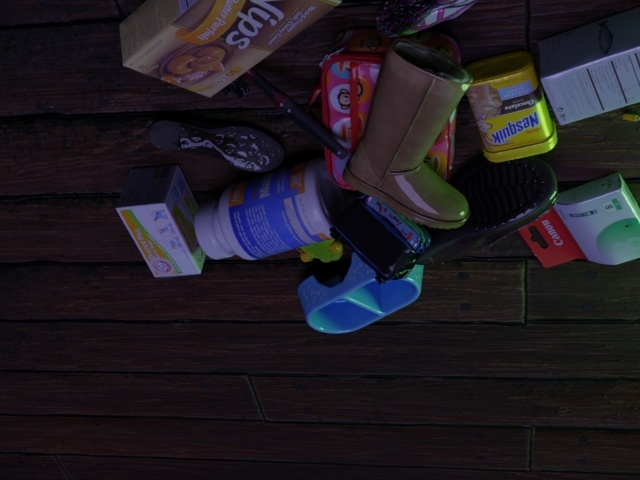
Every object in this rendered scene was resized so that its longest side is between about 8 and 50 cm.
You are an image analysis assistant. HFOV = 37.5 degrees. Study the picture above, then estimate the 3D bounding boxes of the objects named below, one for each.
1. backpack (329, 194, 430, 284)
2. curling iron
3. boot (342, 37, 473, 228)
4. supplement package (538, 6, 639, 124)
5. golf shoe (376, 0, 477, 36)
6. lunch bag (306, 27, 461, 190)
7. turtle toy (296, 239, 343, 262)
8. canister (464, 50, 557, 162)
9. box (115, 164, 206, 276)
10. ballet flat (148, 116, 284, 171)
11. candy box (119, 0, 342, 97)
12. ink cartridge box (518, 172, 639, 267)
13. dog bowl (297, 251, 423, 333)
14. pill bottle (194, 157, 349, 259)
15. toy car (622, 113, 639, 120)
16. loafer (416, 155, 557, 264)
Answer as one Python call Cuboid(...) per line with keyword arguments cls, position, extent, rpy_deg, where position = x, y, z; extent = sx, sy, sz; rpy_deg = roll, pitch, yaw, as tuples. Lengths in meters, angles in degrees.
Cuboid(cls="backpack", position=(0.120, -0.004, 1.700), extent=(0.158, 0.173, 0.117), rpy_deg=(45, 102, 15))
Cuboid(cls="curling iron", position=(-0.063, -0.222, 1.596), extent=(0.274, 0.035, 0.068), rpy_deg=(34, 131, 11))
Cuboid(cls="boot", position=(0.172, -0.157, 1.484), extent=(0.236, 0.089, 0.269), rpy_deg=(21, 134, -4))
Cuboid(cls="supplement package", position=(0.443, -0.273, 1.470), extent=(0.179, 0.105, 0.105), rpy_deg=(-16, 131, 25))
Cuboid(cls="golf shoe", position=(0.173, -0.356, 1.457), extent=(0.186, 0.067, 0.086), rpy_deg=(-20, 157, 33))
Cuboid(cls="lunch bag", position=(0.101, -0.216, 1.594), extent=(0.258, 0.120, 0.293), rpy_deg=(6, 135, 10))
Cuboid(cls="turtle toy", position=(0.000, 0.000, 1.868), extent=(0.095, 0.066, 0.130), rpy_deg=(-17, 131, 28))
Cuboid(cls="canister", position=(0.314, -0.223, 1.572), extent=(0.126, 0.073, 0.170), rpy_deg=(-11, 131, 21))
Cuboid(cls="box", position=(-0.303, -0.035, 1.855), extent=(0.103, 0.114, 0.203), rpy_deg=(-5, 136, 16))
Cuboid(cls="ballet flat", position=(-0.190, -0.180, 1.730), extent=(0.250, 0.058, 0.084), rpy_deg=(8, 102, -6))
Cuboid(cls="candy box", position=(-0.144, -0.350, 1.455), extent=(0.316, 0.088, 0.183), rpy_deg=(-28, 152, 37))
Cuboid(cls="ink cartridge box", position=(0.489, -0.017, 1.770), extent=(0.224, 0.056, 0.181), rpy_deg=(-22, 128, 28))
Cuboid(cls="dog bowl", position=(0.083, 0.105, 1.928), extent=(0.297, 0.074, 0.166), rpy_deg=(-31, 138, 34))
Cuboid(cls="pill bottle", position=(-0.096, -0.049, 1.773), extent=(0.272, 0.152, 0.152), rpy_deg=(-15, 131, 24))
Cuboid(cls="toy car", position=(0.562, -0.232, 1.555), extent=(0.122, 0.060, 0.040), rpy_deg=(-5, -178, 39))
Cuboid(cls="loafer", position=(0.291, -0.051, 1.738), extent=(0.130, 0.134, 0.366), rpy_deg=(11, 155, -42))
